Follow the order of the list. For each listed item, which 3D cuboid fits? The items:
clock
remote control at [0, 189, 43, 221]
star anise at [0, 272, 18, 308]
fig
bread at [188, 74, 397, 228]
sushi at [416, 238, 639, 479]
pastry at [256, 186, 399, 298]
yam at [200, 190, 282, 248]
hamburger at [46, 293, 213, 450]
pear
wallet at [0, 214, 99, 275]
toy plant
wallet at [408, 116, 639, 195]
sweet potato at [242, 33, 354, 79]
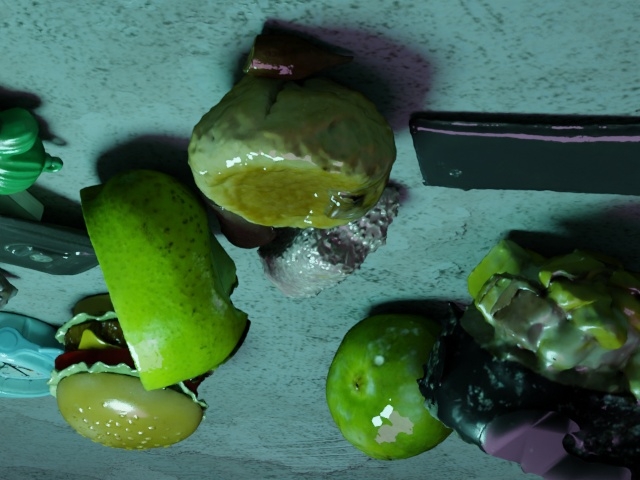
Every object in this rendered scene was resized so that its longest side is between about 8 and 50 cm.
[{"bbox_3d":[-0.538,0.196,2.437,0.274,0.094,0.223,-1,154,15],"label":"clock"},{"bbox_3d":[-0.470,-0.083,1.873,0.103,0.034,0.250,-4,154,24],"label":"remote control"},{"bbox_3d":[-0.584,0.082,2.161,0.236,0.093,0.229,-6,175,-39],"label":"star anise"},{"bbox_3d":[0.145,0.241,2.148,0.233,0.233,0.314,-11,144,36],"label":"fig"},{"bbox_3d":[-0.025,-0.104,1.572,0.244,0.134,0.244,5,158,2],"label":"bread"},{"bbox_3d":[0.319,0.139,1.855,0.328,0.285,0.328,17,-167,-5],"label":"sushi"},{"bbox_3d":[-0.002,0.010,1.837,0.103,0.112,0.265,27,150,-20],"label":"pastry"},{"bbox_3d":[-0.100,-0.046,1.785,0.084,0.084,0.127,3,157,13],"label":"yam"},{"bbox_3d":[-0.302,0.226,2.274,0.274,0.212,0.274,7,156,3],"label":"hamburger"},{"bbox_3d":[-0.203,0.013,1.810,0.159,0.292,0.292,-21,154,-2],"label":"pear"},{"bbox_3d":[-0.411,0.003,1.963,0.245,0.052,0.168,13,162,-39],"label":"wallet"},{"bbox_3d":[-0.398,-0.115,1.713,0.200,0.105,0.143,3,149,-32],"label":"toy plant"},{"bbox_3d":[0.247,-0.096,1.623,0.285,0.030,0.146,3,152,13],"label":"wallet"},{"bbox_3d":[-0.022,-0.193,1.489,0.117,0.049,0.049,1,157,-9],"label":"sweet potato"}]
